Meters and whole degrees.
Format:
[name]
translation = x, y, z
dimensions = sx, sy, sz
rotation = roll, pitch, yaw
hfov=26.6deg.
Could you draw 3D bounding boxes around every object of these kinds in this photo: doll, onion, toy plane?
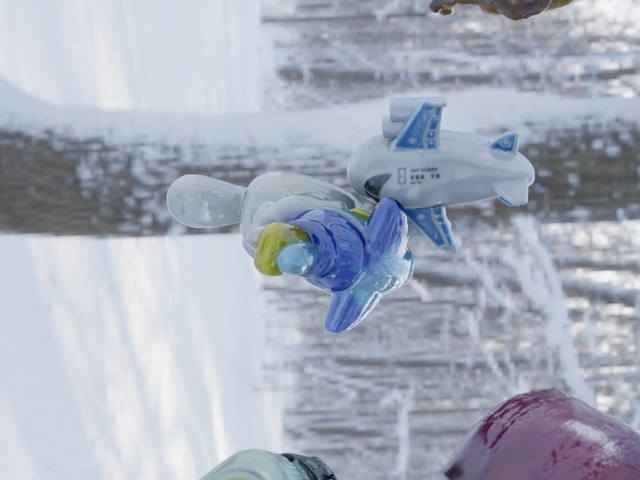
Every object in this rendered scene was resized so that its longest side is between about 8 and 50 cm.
[doll]
translation = 0.000, 0.009, 1.910
dimensions = 0.365, 0.376, 0.187
rotation = -138, -137, -66
[onion]
translation = 0.367, 0.317, 1.579
dimensions = 0.398, 0.420, 0.398
rotation = 52, -12, 16
[toy plane]
translation = 0.168, -0.094, 1.910
dimensions = 0.123, 0.267, 0.267
rotation = -72, 165, -49

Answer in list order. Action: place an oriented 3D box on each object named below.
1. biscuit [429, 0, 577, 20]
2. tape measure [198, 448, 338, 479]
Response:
[biscuit]
translation = 0.139, -0.348, 1.132
dimensions = 0.334, 0.289, 0.081
rotation = 57, 2, -8
[tape measure]
translation = -0.051, 0.340, 1.382
dimensions = 0.115, 0.207, 0.235
rotation = 32, 27, -44
